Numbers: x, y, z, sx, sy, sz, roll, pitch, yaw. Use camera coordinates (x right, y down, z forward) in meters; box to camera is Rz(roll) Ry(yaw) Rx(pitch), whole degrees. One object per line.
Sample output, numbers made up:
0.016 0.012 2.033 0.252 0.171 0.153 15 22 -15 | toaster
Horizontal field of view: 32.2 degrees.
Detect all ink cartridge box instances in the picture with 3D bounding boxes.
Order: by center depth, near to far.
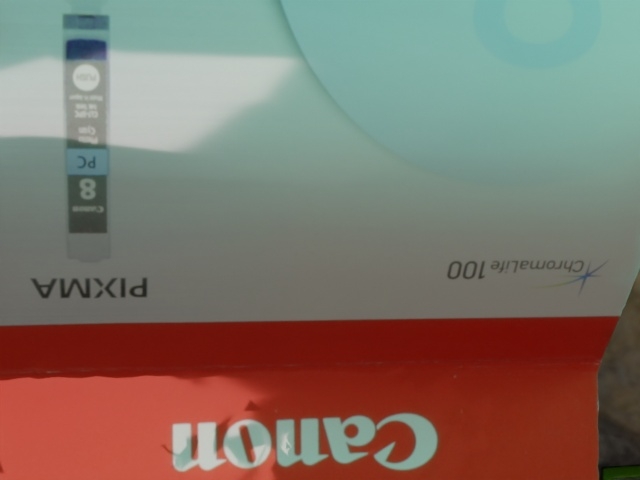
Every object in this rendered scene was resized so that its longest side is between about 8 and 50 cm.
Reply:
0.000 0.000 0.490 0.308 0.091 0.384 0 89 -11 | ink cartridge box

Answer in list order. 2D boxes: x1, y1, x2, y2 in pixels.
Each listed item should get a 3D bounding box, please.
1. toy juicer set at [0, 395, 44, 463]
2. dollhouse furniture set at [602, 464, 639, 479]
-0.131 -0.013 0.564 0.329 0.089 0.209 -44 107 -19 | toy juicer set
0.211 0.179 0.661 0.152 0.058 0.076 -5 104 3 | dollhouse furniture set
